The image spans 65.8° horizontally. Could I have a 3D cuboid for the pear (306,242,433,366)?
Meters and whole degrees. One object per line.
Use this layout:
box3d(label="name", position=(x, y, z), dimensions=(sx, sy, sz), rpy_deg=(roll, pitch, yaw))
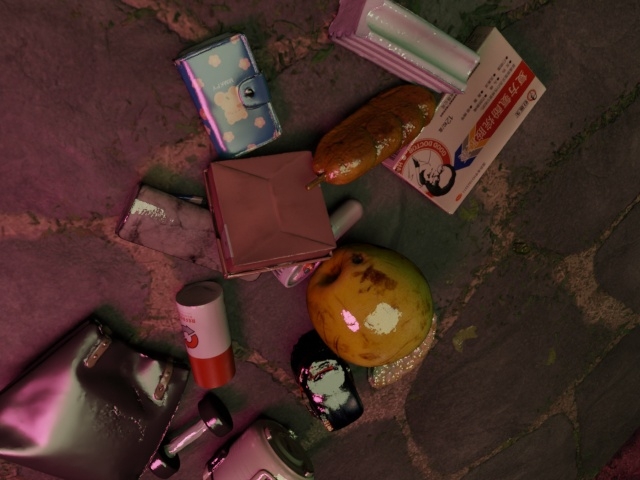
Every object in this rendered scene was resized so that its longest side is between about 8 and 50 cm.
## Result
box3d(label="pear", position=(0.102, 0.131, 1.062), dimensions=(0.283, 0.283, 0.284), rpy_deg=(-9, 117, -19))

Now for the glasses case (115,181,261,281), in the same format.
box3d(label="glasses case", position=(-0.232, -0.011, 0.964), dimensions=(0.299, 0.060, 0.114), rpy_deg=(22, 106, -33))

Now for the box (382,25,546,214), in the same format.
box3d(label="box", position=(0.319, -0.256, 1.096), dimensions=(0.214, 0.069, 0.353), rpy_deg=(30, 101, -31))

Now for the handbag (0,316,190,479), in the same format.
box3d(label="handbag", position=(-0.444, 0.324, 0.999), dimensions=(0.342, 0.152, 0.288), rpy_deg=(42, 82, -35))

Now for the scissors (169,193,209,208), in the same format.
box3d(label="scissors", position=(-0.259, -0.071, 0.963), dimensions=(0.113, 0.012, 0.039), rpy_deg=(1, 113, -24))

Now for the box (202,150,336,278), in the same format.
box3d(label="box", position=(-0.093, -0.053, 0.930), dimensions=(0.215, 0.086, 0.215), rpy_deg=(-10, 78, -21))

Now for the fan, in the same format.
box3d(label="fan", position=(0.000, 0.000, 1.055), dimensions=(0.244, 0.074, 0.130), rpy_deg=(-42, 164, -12))

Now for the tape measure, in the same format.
box3d(label="tape measure", position=(0.012, 0.334, 1.158), dimensions=(0.135, 0.202, 0.223), rpy_deg=(-27, 106, -8))

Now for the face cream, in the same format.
box3d(label="face cream", position=(-0.240, 0.202, 1.050), dimensions=(0.095, 0.096, 0.214), rpy_deg=(-13, 118, -17))

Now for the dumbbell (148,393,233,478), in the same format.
box3d(label="dumbbell", position=(-0.302, 0.449, 1.137), dimensions=(0.191, 0.100, 0.100), rpy_deg=(-35, 122, -4))

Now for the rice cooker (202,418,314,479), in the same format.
box3d(label="rice cooker", position=(-0.153, 0.575, 1.193), dimensions=(0.244, 0.226, 0.226), rpy_deg=(-45, 122, 4))

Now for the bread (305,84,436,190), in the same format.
box3d(label="bread", position=(0.093, -0.193, 0.961), dimensions=(0.344, 0.124, 0.084), rpy_deg=(-41, 144, -22))

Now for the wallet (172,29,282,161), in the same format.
box3d(label="wallet", position=(-0.159, -0.259, 0.891), dimensions=(0.141, 0.059, 0.202), rpy_deg=(-28, 121, -11))

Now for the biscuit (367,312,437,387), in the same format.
box3d(label="biscuit", position=(0.210, 0.281, 1.314), dimensions=(0.188, 0.040, 0.265), rpy_deg=(38, 94, -32))

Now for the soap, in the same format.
box3d(label="soap", position=(0.153, -0.368, 0.922), dimensions=(0.261, 0.150, 0.094), rpy_deg=(18, 100, -29))
